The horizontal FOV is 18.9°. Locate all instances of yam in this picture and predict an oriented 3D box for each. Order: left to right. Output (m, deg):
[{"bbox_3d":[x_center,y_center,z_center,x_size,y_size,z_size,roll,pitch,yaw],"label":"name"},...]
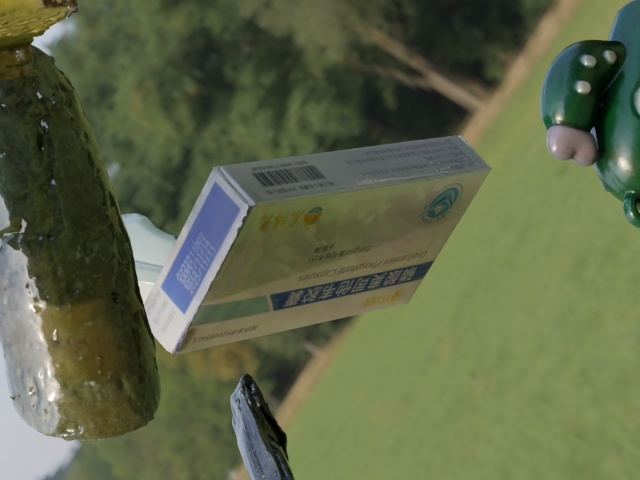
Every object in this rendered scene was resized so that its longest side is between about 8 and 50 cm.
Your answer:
[{"bbox_3d":[-0.225,-0.002,1.588,0.133,0.133,0.330,-50,-51,-70],"label":"yam"}]

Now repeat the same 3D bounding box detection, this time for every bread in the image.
[{"bbox_3d":[-0.252,-0.200,1.388,0.147,0.127,0.152,-20,74,61],"label":"bread"}]

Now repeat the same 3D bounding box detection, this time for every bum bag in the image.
[{"bbox_3d":[-0.059,0.292,2.406,0.060,0.248,0.123,-13,-28,-11],"label":"bum bag"}]

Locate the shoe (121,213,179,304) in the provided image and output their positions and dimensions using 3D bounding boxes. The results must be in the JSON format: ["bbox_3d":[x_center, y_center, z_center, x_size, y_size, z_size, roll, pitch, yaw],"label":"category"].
[{"bbox_3d":[-0.227,0.019,1.994,0.095,0.265,0.110,92,-159,-43],"label":"shoe"}]

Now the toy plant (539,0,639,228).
[{"bbox_3d":[0.323,-0.115,1.863,0.243,0.232,0.112,-52,8,-36],"label":"toy plant"}]

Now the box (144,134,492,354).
[{"bbox_3d":[0.000,0.000,1.903,0.343,0.065,0.200,-10,-40,-45],"label":"box"}]
